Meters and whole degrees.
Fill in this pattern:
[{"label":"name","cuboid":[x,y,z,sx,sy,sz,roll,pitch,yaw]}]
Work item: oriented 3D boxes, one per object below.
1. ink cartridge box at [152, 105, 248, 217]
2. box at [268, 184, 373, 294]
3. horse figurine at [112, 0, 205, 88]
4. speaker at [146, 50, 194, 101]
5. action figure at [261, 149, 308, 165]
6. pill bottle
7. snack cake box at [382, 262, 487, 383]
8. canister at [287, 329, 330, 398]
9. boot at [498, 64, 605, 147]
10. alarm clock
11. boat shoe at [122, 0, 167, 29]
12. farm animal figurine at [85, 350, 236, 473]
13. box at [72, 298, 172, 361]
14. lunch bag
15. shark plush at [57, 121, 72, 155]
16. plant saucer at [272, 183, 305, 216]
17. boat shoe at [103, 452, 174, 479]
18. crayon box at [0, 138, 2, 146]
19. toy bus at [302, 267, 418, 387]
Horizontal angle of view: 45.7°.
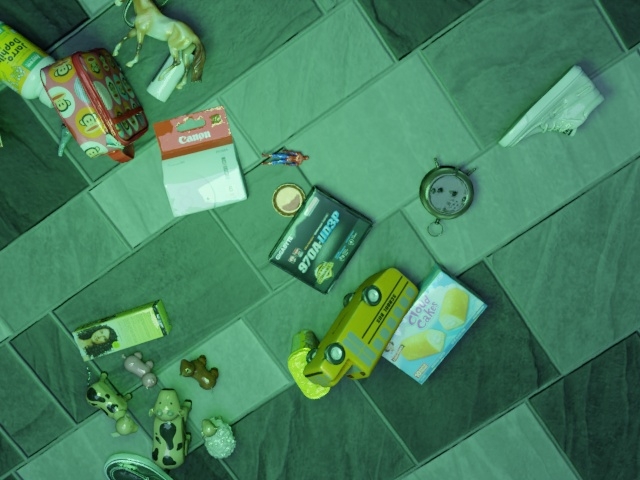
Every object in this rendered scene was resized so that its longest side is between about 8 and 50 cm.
[{"label":"ink cartridge box","cuboid":[-0.296,-0.190,1.852,0.189,0.066,0.232,-14,106,3]},{"label":"box","cuboid":[0.000,0.000,1.888,0.175,0.051,0.220,32,101,-12]},{"label":"horse figurine","cuboid":[-0.363,-0.458,1.736,0.263,0.066,0.174,28,104,3]},{"label":"speaker","cuboid":[-0.355,-0.397,1.805,0.055,0.055,0.136,35,101,-7]},{"label":"action figure","cuboid":[-0.086,-0.201,1.862,0.115,0.030,0.038,0,108,-5]},{"label":"pill bottle","cuboid":[-0.692,-0.405,1.771,0.208,0.117,0.117,36,100,-7]},{"label":"snack cake box","cuboid":[0.273,0.209,1.922,0.152,0.089,0.264,36,100,-8]},{"label":"canister","cuboid":[-0.027,0.304,1.901,0.073,0.170,0.126,-29,101,6]},{"label":"boot","cuboid":[0.555,-0.287,1.807,0.258,0.095,0.123,-44,92,8]},{"label":"alarm clock","cuboid":[0.305,-0.098,1.870,0.129,0.064,0.192,14,105,-3]},{"label":"boat shoe","cuboid":[-0.381,-0.582,1.754,0.223,0.073,0.080,-44,100,9]},{"label":"farm animal figurine","cuboid":[-0.410,0.444,1.931,0.330,0.172,0.326,-14,102,3]},{"label":"box","cuboid":[-0.506,0.230,1.942,0.232,0.058,0.087,-19,102,4]},{"label":"lunch bag","cuboid":[-0.491,-0.294,1.707,0.120,0.293,0.258,-24,105,6]},{"label":"shark plush","cuboid":[-0.611,-0.285,1.823,0.073,0.067,0.161,33,100,-7]},{"label":"plant saucer","cuboid":[-0.078,-0.100,1.892,0.083,0.013,0.083,0,102,0]},{"label":"boat shoe","cuboid":[-0.448,0.679,2.018,0.301,0.102,0.108,38,100,-8]},{"label":"crayon box","cuboid":[-0.907,-0.295,1.765,0.319,0.081,0.202,-4,103,20]},{"label":"toy bus","cuboid":[0.097,0.215,1.822,0.130,0.108,0.332,42,60,-12]}]
